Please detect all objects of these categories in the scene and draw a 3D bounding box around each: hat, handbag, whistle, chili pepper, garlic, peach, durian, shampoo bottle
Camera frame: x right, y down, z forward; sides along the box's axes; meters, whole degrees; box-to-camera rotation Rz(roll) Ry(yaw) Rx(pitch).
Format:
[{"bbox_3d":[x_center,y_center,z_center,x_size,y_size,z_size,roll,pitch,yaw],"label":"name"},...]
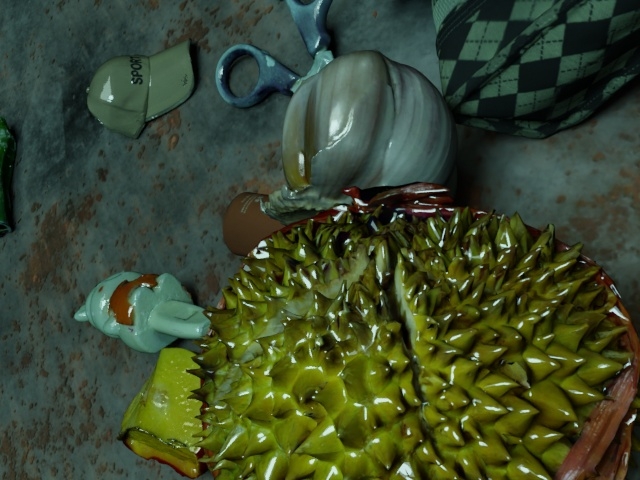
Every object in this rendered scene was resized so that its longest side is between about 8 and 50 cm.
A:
[{"bbox_3d":[-0.270,-0.255,1.043,0.175,0.085,0.147,-24,64,26],"label":"hat"},{"bbox_3d":[0.218,-0.349,0.635,0.317,0.180,0.416,135,134,-62],"label":"handbag"},{"bbox_3d":[-0.229,0.092,0.902,0.253,0.106,0.102,9,59,40],"label":"whistle"},{"bbox_3d":[-0.571,-0.117,1.214,0.088,0.059,0.227,-18,65,32],"label":"chili pepper"},{"bbox_3d":[0.020,-0.089,0.705,0.207,0.207,0.257,-55,29,7],"label":"garlic"},{"bbox_3d":[-0.163,0.204,0.826,0.151,0.118,0.151,-40,31,30],"label":"peach"},{"bbox_3d":[0.069,0.117,0.539,0.347,0.384,0.348,-3,83,27],"label":"durian"},{"bbox_3d":[0.000,-0.002,0.802,0.244,0.085,0.085,13,83,32],"label":"shampoo bottle"}]

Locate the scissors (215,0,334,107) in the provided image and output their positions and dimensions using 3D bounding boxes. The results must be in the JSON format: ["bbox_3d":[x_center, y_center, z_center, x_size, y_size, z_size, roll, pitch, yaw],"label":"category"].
[{"bbox_3d":[0.006,-0.181,0.865,0.256,0.029,0.383,-47,60,27],"label":"scissors"}]
